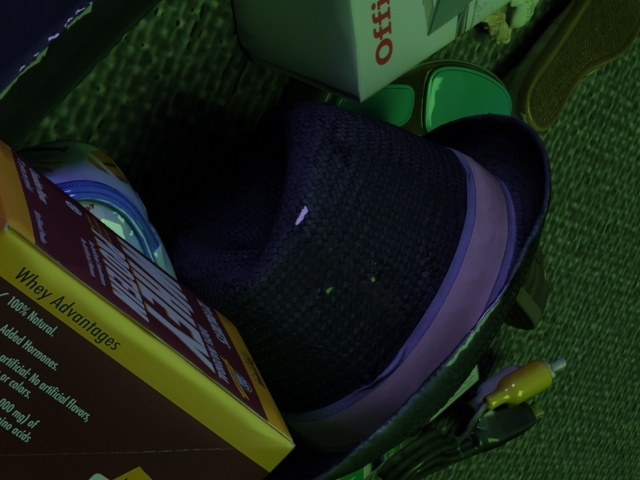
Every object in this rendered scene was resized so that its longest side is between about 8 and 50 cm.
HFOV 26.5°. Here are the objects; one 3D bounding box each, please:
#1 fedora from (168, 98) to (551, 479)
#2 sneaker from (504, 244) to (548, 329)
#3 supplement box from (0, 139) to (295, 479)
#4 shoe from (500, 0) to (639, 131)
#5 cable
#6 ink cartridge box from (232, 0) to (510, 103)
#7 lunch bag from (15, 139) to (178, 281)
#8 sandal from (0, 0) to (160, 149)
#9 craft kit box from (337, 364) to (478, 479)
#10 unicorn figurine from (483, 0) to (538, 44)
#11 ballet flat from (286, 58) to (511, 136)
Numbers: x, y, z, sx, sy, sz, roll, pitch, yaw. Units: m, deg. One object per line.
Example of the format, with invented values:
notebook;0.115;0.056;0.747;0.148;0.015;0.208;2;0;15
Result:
fedora;0.000;0.000;0.911;0.152;0.334;0.334;39;78;-20
sneaker;0.184;0.018;1.349;0.071;0.066;0.188;-68;152;-23
supplement box;-0.157;0.090;0.689;0.194;0.129;0.191;-46;119;5
shoe;0.233;-0.184;1.287;0.219;0.058;0.077;-46;120;-28
cable;0.131;0.189;1.360;0.287;0.072;0.139;-12;157;-46
ink cartridge box;0.072;-0.261;0.980;0.289;0.121;0.211;-37;137;-31
lunch bag;-0.186;0.106;0.824;0.243;0.115;0.303;-22;119;-11
sandal;-0.119;-0.213;0.738;0.446;0.167;0.107;-53;146;-13
craft kit box;0.045;0.091;1.219;0.250;0.061;0.247;-36;133;-33
unicorn figurine;0.194;-0.241;1.205;0.162;0.060;0.111;-44;143;1
ballet flat;0.064;-0.116;1.098;0.213;0.068;0.072;-6;111;-40
